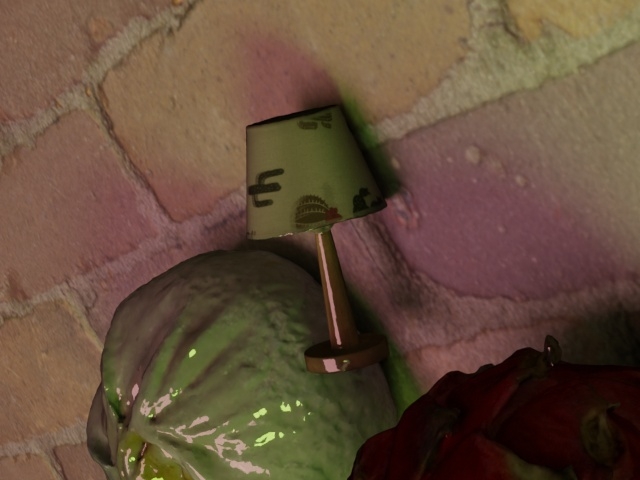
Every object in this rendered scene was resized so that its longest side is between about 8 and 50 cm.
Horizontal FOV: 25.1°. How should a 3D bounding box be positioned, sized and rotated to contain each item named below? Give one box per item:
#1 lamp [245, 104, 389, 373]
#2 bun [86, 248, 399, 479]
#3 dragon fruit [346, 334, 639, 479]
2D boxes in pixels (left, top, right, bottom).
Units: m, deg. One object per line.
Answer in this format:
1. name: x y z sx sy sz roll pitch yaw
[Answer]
1. lamp: 0.000 0.000 1.192 0.121 0.121 0.215 0 103 51
2. bun: -0.084 0.189 1.357 0.362 0.211 0.362 20 117 45
3. dragon fruit: 0.157 0.231 1.017 0.329 0.329 0.329 31 139 32
